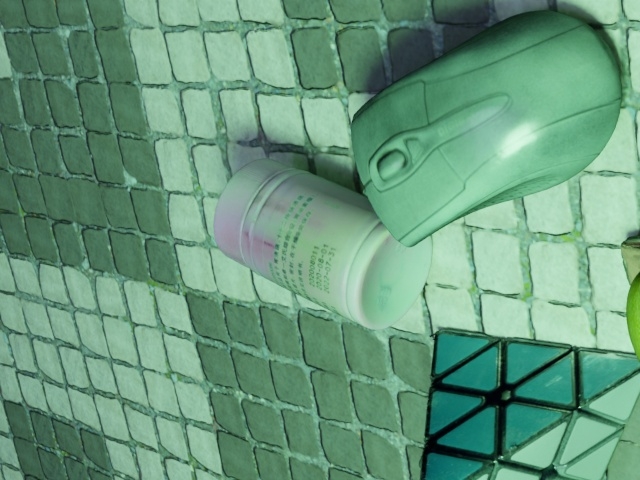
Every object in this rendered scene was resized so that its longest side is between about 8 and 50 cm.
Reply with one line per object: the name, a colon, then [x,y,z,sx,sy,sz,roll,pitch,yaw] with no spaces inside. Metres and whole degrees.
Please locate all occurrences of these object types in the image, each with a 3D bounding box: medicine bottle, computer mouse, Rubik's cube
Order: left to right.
medicine bottle: [0.000,0.000,1.693,0.254,0.152,0.152,25,127,36]
computer mouse: [0.155,-0.119,1.459,0.371,0.122,0.188,-29,78,42]
Rubik's cube: [0.234,0.231,1.578,0.228,0.233,0.229,102,180,-82]

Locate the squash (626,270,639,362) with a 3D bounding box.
squash: [0.385,0.119,1.316,0.132,0.132,0.247,-8,125,48]

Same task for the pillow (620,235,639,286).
pillow: [0.420,0.043,1.366,0.232,0.043,0.126,-10,108,46]
